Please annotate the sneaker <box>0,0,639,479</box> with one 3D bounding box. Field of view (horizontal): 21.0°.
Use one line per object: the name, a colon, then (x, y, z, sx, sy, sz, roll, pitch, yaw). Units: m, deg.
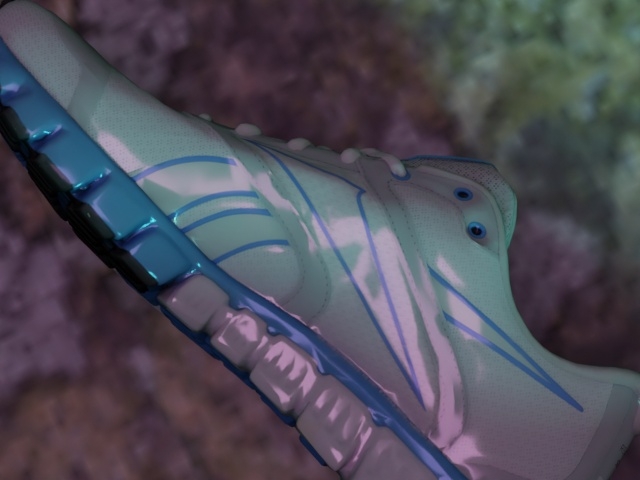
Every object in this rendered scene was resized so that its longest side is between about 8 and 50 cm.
sneaker: (0.000, 0.000, 0.418, 0.190, 0.071, 0.083, 43, 83, 2)
